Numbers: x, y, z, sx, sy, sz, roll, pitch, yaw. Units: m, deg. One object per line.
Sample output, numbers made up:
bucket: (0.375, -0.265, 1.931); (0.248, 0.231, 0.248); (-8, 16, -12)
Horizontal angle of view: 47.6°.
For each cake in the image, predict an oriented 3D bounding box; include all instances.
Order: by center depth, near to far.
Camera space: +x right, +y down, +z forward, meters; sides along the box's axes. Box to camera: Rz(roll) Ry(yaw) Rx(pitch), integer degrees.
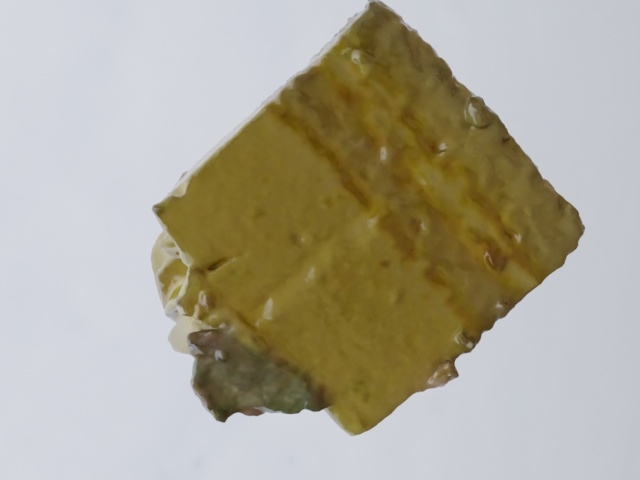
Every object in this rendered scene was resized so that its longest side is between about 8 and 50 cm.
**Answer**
cake: (0.000, 0.000, 0.565); (0.286, 0.227, 0.222); (-44, -80, 1)
